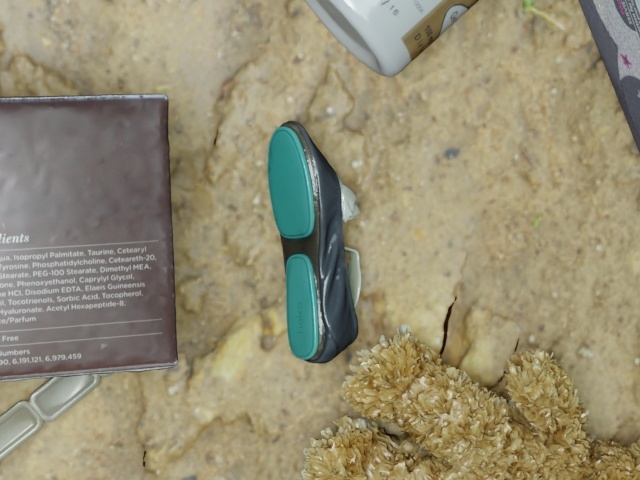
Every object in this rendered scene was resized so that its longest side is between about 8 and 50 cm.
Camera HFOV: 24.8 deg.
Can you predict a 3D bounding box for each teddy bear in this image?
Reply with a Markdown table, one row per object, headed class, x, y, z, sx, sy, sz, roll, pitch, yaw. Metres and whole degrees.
| class | x | y | z | sx | sy | sz | roll | pitch | yaw |
| --- | --- | --- | --- | --- | --- | --- | --- | --- | --- |
| teddy bear | 0.152 | 0.205 | 1.253 | 0.338 | 0.113 | 0.245 | 40 | 92 | -15 |

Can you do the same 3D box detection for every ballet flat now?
| class | x | y | z | sx | sy | sz | roll | pitch | yaw |
| --- | --- | --- | --- | --- | --- | --- | --- | --- | --- |
| ballet flat | 0.000 | 0.000 | 1.214 | 0.074 | 0.074 | 0.203 | -7 | 95 | -10 |

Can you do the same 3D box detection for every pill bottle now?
| class | x | y | z | sx | sy | sz | roll | pitch | yaw |
| --- | --- | --- | --- | --- | --- | --- | --- | --- | --- |
| pill bottle | 0.095 | -0.250 | 1.152 | 0.229 | 0.131 | 0.131 | -43 | 105 | -2 |

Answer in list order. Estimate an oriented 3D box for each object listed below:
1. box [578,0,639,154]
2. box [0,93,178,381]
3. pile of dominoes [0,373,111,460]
| class | x | y | z | sx | sy | sz | roll | pitch | yaw |
| --- | --- | --- | --- | --- | --- | --- | --- | --- | --- |
| box | 0.326 | -0.156 | 1.198 | 0.142 | 0.163 | 0.247 | -27 | 103 | -7 |
| box | -0.206 | -0.007 | 1.101 | 0.167 | 0.168 | 0.203 | -3 | 96 | -16 |
| pile of dominoes | -0.291 | 0.079 | 1.191 | 0.251 | 0.040 | 0.196 | -38 | 103 | -12 |
